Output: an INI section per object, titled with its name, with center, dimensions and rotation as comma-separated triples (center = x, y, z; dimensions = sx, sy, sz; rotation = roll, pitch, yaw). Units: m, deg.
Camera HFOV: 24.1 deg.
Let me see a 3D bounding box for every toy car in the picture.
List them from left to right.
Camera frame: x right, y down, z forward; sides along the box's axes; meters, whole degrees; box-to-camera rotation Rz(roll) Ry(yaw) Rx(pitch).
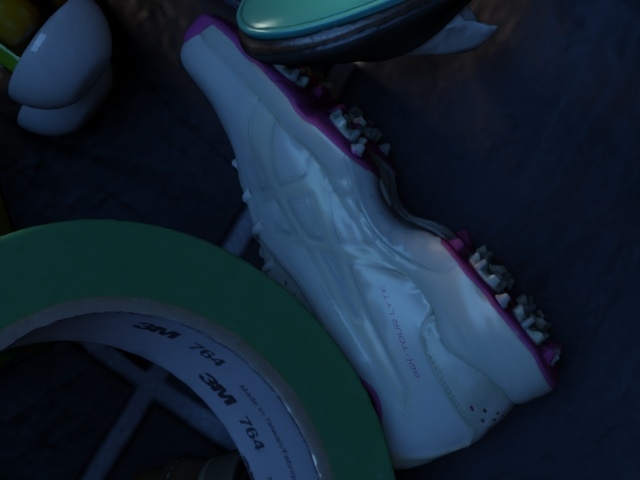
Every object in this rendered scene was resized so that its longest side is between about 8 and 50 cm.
[toy car]
center = -0.184, -0.160, 0.916
dimensions = 0.159, 0.182, 0.136
rotation = 36, 80, -1

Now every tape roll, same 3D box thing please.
[tape roll]
center = -0.109, 0.151, 0.759
dimensions = 0.077, 0.321, 0.321
rotation = -28, 76, 56

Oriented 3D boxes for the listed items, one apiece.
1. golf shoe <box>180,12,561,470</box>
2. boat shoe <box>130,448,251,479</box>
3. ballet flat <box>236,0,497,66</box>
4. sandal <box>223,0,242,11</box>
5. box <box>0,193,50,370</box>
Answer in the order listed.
[golf shoe]
center = 0.000, 0.000, 0.880
dimensions = 0.140, 0.115, 0.306
rotation = -44, 75, 12
[boat shoe]
center = -0.052, 0.280, 0.884
dimensions = 0.104, 0.111, 0.307
rotation = -15, 74, 27
[ballet flat]
center = 0.086, -0.164, 0.855
dimensions = 0.280, 0.096, 0.095
rotation = -35, 44, -2
[sandal]
center = -0.092, -0.223, 0.924
dimensions = 0.265, 0.102, 0.076
rotation = 37, 86, 14
[box]
center = -0.369, 0.036, 0.893
dimensions = 0.290, 0.279, 0.177
rotation = -22, 81, 13
